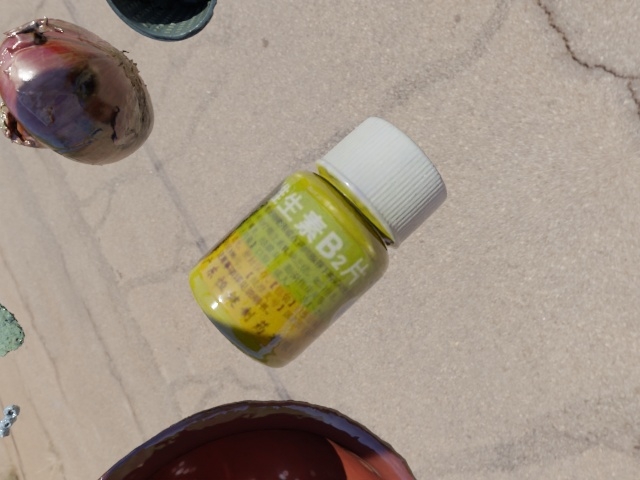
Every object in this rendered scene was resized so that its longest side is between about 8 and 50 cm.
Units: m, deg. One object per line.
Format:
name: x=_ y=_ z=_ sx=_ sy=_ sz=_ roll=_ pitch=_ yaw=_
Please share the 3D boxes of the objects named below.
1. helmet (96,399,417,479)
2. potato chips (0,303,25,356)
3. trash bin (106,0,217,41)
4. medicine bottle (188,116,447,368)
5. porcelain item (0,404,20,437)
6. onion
helmet: x=-0.075 y=0.308 z=0.410 sx=0.384 sy=0.338 sz=0.230 roll=66 pitch=161 yaw=-7
potato chips: x=-0.691 y=0.124 z=0.905 sx=0.167 sy=0.059 sz=0.228 roll=-36 pitch=76 yaw=45
trash bin: x=-0.225 y=-0.411 z=0.652 sx=0.176 sy=0.160 sz=0.175 roll=1 pitch=126 yaw=1
medicine bottle: x=0.000 y=0.000 z=0.691 sx=0.384 sy=0.224 sz=0.224 roll=-43 pitch=70 yaw=-1
porcelain item: x=-0.773 y=0.444 z=1.062 sx=0.028 sy=0.036 sz=0.083 roll=28 pitch=98 yaw=66
onion: x=-0.546 y=-0.334 z=0.968 sx=0.354 sy=0.354 sz=0.352 roll=7 pitch=103 yaw=34
